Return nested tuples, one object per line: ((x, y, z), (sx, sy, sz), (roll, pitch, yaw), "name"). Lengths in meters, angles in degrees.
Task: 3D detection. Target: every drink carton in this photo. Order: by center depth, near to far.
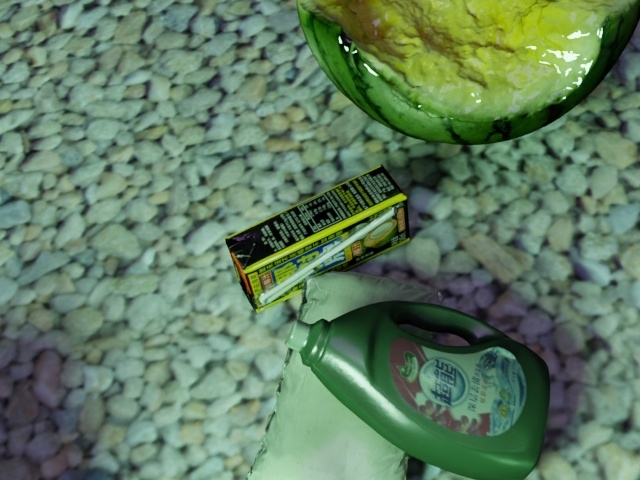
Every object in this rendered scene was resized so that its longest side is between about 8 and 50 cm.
((0.000, 0.000, 0.918), (0.166, 0.071, 0.056), (-26, 51, -11), "drink carton")

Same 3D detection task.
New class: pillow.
((0.023, 0.124, 0.831), (0.128, 0.051, 0.229), (8, 55, 13), "pillow")

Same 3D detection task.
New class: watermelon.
((0.143, -0.204, 0.987), (0.331, 0.189, 0.330), (-1, 38, 1), "watermelon")

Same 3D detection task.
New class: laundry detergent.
((0.076, 0.103, 0.788), (0.211, 0.063, 0.137), (23, 53, -4), "laundry detergent")
